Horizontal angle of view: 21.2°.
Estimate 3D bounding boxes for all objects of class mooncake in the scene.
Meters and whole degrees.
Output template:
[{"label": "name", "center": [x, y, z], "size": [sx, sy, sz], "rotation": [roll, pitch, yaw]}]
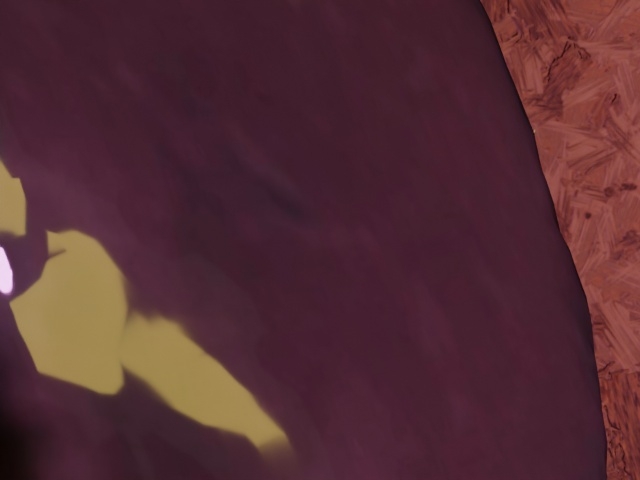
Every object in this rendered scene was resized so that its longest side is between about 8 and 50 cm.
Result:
[{"label": "mooncake", "center": [-0.074, 0.005, 0.494], "size": [0.350, 0.212, 0.381], "rotation": [10, 62, -47]}]

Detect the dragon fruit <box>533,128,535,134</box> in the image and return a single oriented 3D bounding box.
[{"label": "dragon fruit", "center": [-0.003, -0.001, 1.095], "size": [0.329, 0.329, 0.329], "rotation": [-13, 90, -73]}]
